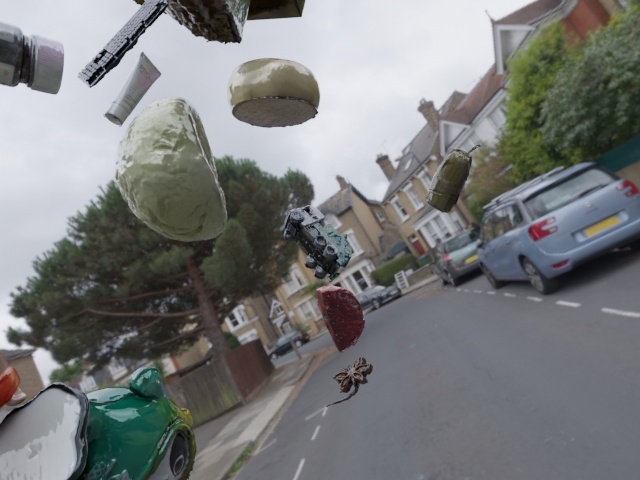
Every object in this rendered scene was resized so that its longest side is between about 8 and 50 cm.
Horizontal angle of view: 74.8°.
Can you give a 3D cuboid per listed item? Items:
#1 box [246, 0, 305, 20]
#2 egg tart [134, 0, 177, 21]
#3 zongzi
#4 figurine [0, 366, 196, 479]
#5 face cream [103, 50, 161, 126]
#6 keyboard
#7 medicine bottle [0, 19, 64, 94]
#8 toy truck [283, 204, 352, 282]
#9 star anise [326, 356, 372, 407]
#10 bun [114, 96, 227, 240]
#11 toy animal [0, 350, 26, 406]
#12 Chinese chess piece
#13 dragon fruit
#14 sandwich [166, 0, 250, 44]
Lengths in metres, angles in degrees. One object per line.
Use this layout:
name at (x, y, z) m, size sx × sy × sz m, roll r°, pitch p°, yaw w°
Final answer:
box at (-0.084, -0.543, 0.793) m, size 0.159 × 0.240 × 0.071 m, roll 9°, pitch -10°, yaw 19°
egg tart at (-0.301, -0.705, 1.121) m, size 0.443 × 0.178 × 0.443 m, roll -23°, pitch 9°, yaw 4°
zongzi at (0.349, -0.179, 1.102) m, size 0.178 × 0.081 × 0.189 m, roll -40°, pitch -28°, yaw -64°
figurine at (-0.375, 0.381, 0.755) m, size 0.324 × 0.231 × 0.340 m, roll -57°, pitch -29°, yaw -16°
face cream at (-0.576, -0.459, 1.286) m, size 0.058 × 0.244 × 0.092 m, roll 10°, pitch -24°, yaw 26°
keyboard at (-0.337, -0.342, 0.709) m, size 0.196 × 0.074 × 0.015 m, roll -50°, pitch -31°, yaw -5°
medicine bottle at (-0.852, -0.498, 1.114) m, size 0.273 × 0.165 × 0.165 m, roll 4°, pitch -31°, yaw -43°
toy truck at (0.000, 0.000, 1.154) m, size 0.116 × 0.216 × 0.110 m, roll -26°, pitch -27°, yaw -37°
star anise at (0.082, 0.430, 1.253) m, size 0.190 × 0.070 × 0.097 m, roll -38°, pitch 31°, yaw 6°
bun at (-0.366, -0.158, 1.015) m, size 0.227 × 0.349 × 0.352 m, roll -15°, pitch 18°, yaw -10°
toy animal at (-0.565, 0.208, 0.630) m, size 0.171 × 0.198 × 0.171 m, roll -40°, pitch -17°, yaw -15°
Chinese chess piece at (-0.134, -0.417, 1.215) m, size 0.270 × 0.112 × 0.270 m, roll -2°, pitch -4°, yaw 0°
dragon fruit at (0.062, 0.245, 1.552) m, size 0.134 × 0.262 × 0.211 m, roll -23°, pitch 25°, yaw -16°
sandwich at (-0.126, -0.418, 0.522) m, size 0.249 × 0.095 × 0.273 m, roll -116°, pitch 42°, yaw -82°
